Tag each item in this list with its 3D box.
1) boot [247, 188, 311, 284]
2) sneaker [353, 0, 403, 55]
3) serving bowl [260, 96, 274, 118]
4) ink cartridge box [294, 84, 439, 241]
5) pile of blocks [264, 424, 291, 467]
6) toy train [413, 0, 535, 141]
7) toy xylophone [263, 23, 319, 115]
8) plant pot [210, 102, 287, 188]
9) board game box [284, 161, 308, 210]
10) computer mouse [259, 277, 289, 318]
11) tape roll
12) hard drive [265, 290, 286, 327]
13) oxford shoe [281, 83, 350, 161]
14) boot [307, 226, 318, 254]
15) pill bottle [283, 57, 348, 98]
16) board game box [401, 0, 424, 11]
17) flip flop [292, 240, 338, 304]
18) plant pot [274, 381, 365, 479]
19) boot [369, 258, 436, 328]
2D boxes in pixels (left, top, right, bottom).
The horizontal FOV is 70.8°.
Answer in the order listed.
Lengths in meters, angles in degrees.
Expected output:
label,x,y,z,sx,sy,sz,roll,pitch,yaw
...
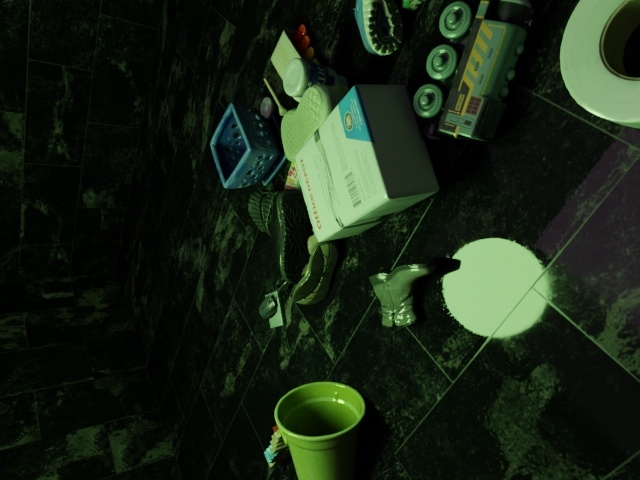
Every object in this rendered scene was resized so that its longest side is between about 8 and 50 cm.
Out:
label,x,y,z,sx,sy,sz,roll,pitch,yaw
boot,-0.152,-0.022,1.647,0.260,0.131,0.348,1,93,53
sneaker,0.135,-0.671,1.223,0.147,0.129,0.330,-142,45,-70
serving bowl,-0.204,-0.519,1.773,0.083,0.027,0.084,2,92,52
ink cartridge box,0.100,-0.188,1.217,0.395,0.166,0.286,-31,72,61
pile of blocks,-0.144,0.717,1.657,0.113,0.148,0.362,58,133,32
toy train,0.343,-0.380,1.012,0.190,0.142,0.334,30,113,34
toy xylophone,-0.095,-0.592,1.589,0.236,0.081,0.323,-44,59,44
plant pot,-0.257,-0.347,1.701,0.236,0.212,0.236,-46,57,43
board game box,-0.038,-0.176,1.576,0.259,0.039,0.124,39,123,40
computer mouse,-0.183,0.222,1.732,0.071,0.041,0.242,58,132,33
tape roll,0.565,-0.335,0.748,0.286,0.100,0.287,3,93,52
hard drive,-0.177,0.272,1.780,0.094,0.022,0.135,-26,71,50
oxford shoe,-0.023,-0.357,1.407,0.449,0.130,0.169,-19,87,68
boot,0.000,0.000,1.528,0.087,0.042,0.119,18,106,48
pill bottle,-0.011,-0.489,1.400,0.112,0.186,0.112,1,91,52
board game box,0.266,-0.795,1.150,0.213,0.046,0.318,-25,72,50
flip flop,-0.017,0.106,1.516,0.080,0.112,0.277,-104,29,-58
plant pot,0.008,0.627,1.397,0.276,0.276,0.254,14,114,51
boot,0.239,0.147,1.216,0.246,0.083,0.161,-30,75,54
